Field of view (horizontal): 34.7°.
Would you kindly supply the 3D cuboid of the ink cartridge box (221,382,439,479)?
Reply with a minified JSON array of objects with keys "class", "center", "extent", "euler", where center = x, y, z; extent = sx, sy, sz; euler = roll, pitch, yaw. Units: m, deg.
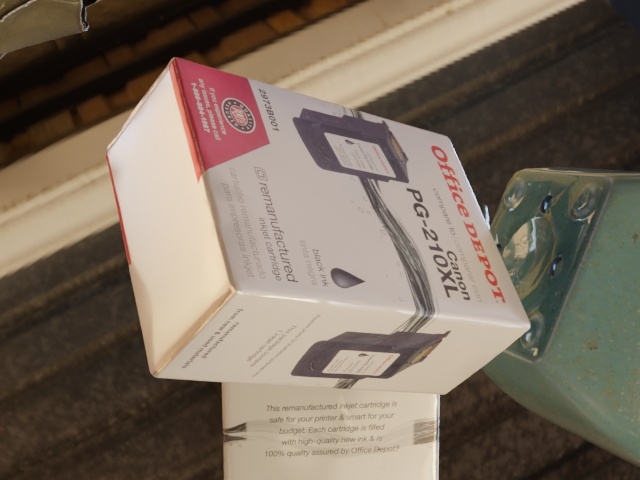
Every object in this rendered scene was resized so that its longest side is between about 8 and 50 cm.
[{"class":"ink cartridge box","center":[0.008,0.193,1.032],"extent":[0.211,0.121,0.289],"euler":[-1,-78,-5]}]

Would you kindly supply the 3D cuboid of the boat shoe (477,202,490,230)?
[{"class":"boat shoe","center":[0.159,0.004,1.229],"extent":[0.049,0.142,0.040],"euler":[27,-128,-14]}]

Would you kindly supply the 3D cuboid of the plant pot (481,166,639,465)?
[{"class":"plant pot","center":[0.259,0.059,0.825],"extent":[0.252,0.248,0.247],"euler":[22,-92,-19]}]

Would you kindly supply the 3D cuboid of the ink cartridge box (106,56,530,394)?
[{"class":"ink cartridge box","center":[0.000,0.000,0.663],"extent":[0.237,0.100,0.172],"euler":[10,-131,-38]}]

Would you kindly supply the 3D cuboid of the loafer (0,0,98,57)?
[{"class":"loafer","center":[-0.307,-0.271,1.167],"extent":[0.251,0.094,0.087],"euler":[-42,-92,-8]}]
